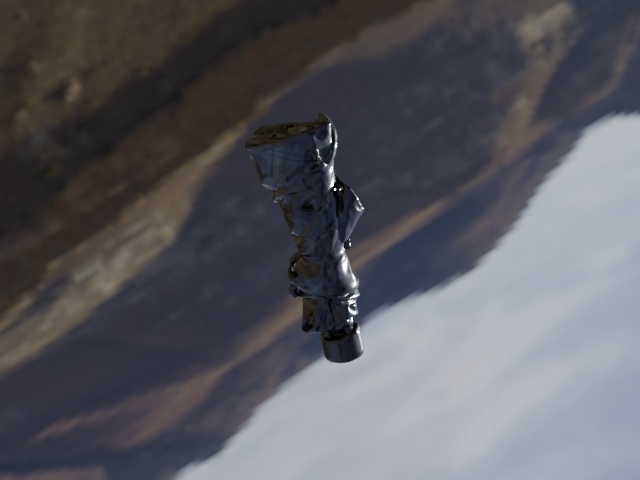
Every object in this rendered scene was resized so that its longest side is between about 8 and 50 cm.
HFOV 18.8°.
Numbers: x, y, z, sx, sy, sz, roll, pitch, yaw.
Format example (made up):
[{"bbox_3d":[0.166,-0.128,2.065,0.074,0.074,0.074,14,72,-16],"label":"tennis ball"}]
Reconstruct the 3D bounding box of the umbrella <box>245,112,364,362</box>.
[{"bbox_3d":[0.002,-0.001,1.674,0.080,0.224,0.071,-6,-159,21],"label":"umbrella"}]
